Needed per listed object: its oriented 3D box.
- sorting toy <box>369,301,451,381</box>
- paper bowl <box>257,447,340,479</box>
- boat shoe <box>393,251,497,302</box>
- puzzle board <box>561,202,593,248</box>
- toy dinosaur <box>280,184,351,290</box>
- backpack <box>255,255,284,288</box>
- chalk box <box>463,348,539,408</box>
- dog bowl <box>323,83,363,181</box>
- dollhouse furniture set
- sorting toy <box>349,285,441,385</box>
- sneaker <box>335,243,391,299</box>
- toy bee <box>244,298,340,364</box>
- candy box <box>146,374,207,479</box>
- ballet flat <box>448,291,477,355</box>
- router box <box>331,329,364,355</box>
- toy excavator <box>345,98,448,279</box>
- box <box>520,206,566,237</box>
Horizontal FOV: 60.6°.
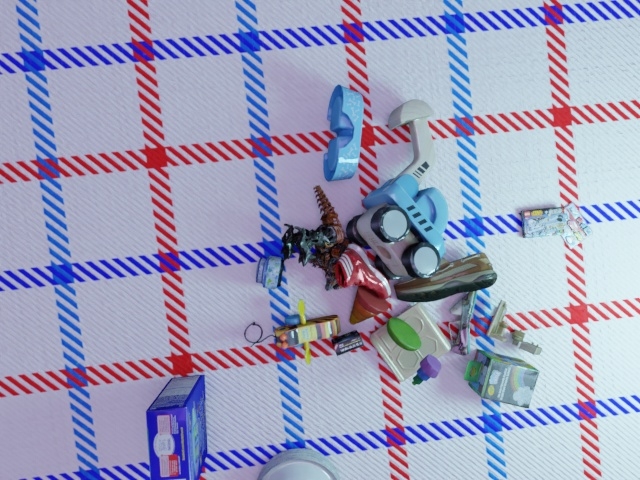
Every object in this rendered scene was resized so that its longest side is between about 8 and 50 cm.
[{"bbox_3d":[0.293,0.332,1.794,0.208,0.038,0.193,-35,95,1],"label":"sorting toy"},{"bbox_3d":[-0.069,0.826,1.741,0.284,0.148,0.284,0,92,-3],"label":"paper bowl"},{"bbox_3d":[0.396,0.117,1.766,0.324,0.122,0.120,-12,65,5],"label":"boat shoe"},{"bbox_3d":[0.841,-0.049,1.833,0.096,0.011,0.128,-36,94,-2],"label":"puzzle board"},{"bbox_3d":[0.000,0.000,1.727,0.218,0.164,0.322,-11,79,-27],"label":"toy dinosaur"},{"bbox_3d":[-0.160,0.101,1.716,0.084,0.114,0.105,8,93,-5],"label":"backpack"},{"bbox_3d":[0.568,0.441,1.777,0.213,0.132,0.132,15,92,-4],"label":"chalk box"},{"bbox_3d":[0.071,-0.328,1.696,0.074,0.166,0.297,4,92,-15],"label":"dog bowl"},{"bbox_3d":[0.646,0.281,1.768,0.151,0.144,0.123,22,91,32],"label":"dollhouse furniture set"},{"bbox_3d":[0.214,0.309,1.723,0.365,0.127,0.126,47,115,21],"label":"sorting toy"},{"bbox_3d":[0.121,0.129,1.710,0.128,0.087,0.221,-47,107,-26],"label":"sneaker"},{"bbox_3d":[-0.077,0.303,1.710,0.298,0.162,0.195,-29,96,-2],"label":"toy bee"},{"bbox_3d":[-0.415,0.572,1.618,0.122,0.317,0.268,-3,92,-2],"label":"candy box"},{"bbox_3d":[0.462,0.266,1.796,0.079,0.077,0.221,7,93,15],"label":"ballet flat"},{"bbox_3d":[0.085,0.324,1.740,0.092,0.122,0.038,-20,89,-3],"label":"router box"},{"bbox_3d":[0.277,-0.154,1.706,0.445,0.222,0.433,-45,101,-21],"label":"toy excavator"},{"bbox_3d":[0.737,-0.060,1.811,0.137,0.027,0.094,-5,94,2],"label":"box"}]
